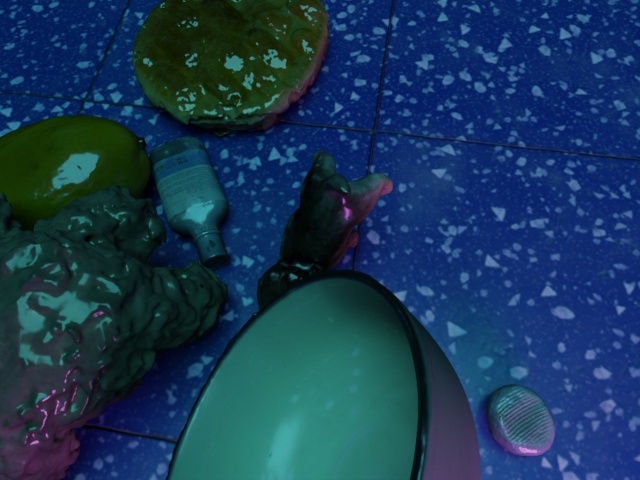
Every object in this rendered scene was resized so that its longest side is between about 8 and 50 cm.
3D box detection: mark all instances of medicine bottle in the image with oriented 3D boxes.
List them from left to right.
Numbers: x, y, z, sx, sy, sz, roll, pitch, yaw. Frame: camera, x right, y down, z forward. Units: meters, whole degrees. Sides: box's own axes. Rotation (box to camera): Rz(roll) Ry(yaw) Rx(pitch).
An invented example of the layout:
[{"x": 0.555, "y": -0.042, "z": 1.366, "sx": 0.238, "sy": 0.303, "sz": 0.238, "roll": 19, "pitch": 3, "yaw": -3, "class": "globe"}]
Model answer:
[{"x": -0.186, "y": -0.057, "z": 0.741, "sx": 0.090, "sy": 0.054, "sz": 0.209, "roll": -21, "pitch": 68, "yaw": -8, "class": "medicine bottle"}]

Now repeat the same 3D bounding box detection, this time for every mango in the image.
[{"x": -0.403, "y": -0.075, "z": 0.714, "sx": 0.331, "sy": 0.142, "sz": 0.195, "roll": -16, "pitch": 60, "yaw": -4, "class": "mango"}]

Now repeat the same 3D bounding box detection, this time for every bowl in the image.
[{"x": 0.015, "y": 0.224, "z": 0.494, "sx": 0.185, "sy": 0.353, "sz": 0.354, "roll": 36, "pitch": 65, "yaw": -29, "class": "bowl"}]

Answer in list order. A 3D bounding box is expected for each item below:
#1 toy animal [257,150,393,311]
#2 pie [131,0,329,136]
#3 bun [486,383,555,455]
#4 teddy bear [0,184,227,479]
[{"x": 0.000, "y": 0.002, "z": 0.648, "sx": 0.121, "sy": 0.233, "sz": 0.169, "roll": 26, "pitch": 28, "yaw": 3, "class": "toy animal"}, {"x": -0.151, "y": -0.323, "z": 0.850, "sx": 0.338, "sy": 0.083, "sz": 0.340, "roll": -1, "pitch": 68, "yaw": 3, "class": "pie"}, {"x": 0.236, "y": 0.214, "z": 0.600, "sx": 0.083, "sy": 0.045, "sz": 0.084, "roll": 0, "pitch": 68, "yaw": 1, "class": "bun"}, {"x": -0.346, "y": 0.062, "z": 0.583, "sx": 0.367, "sy": 0.224, "sz": 0.357, "roll": 40, "pitch": 74, "yaw": 9, "class": "teddy bear"}]
